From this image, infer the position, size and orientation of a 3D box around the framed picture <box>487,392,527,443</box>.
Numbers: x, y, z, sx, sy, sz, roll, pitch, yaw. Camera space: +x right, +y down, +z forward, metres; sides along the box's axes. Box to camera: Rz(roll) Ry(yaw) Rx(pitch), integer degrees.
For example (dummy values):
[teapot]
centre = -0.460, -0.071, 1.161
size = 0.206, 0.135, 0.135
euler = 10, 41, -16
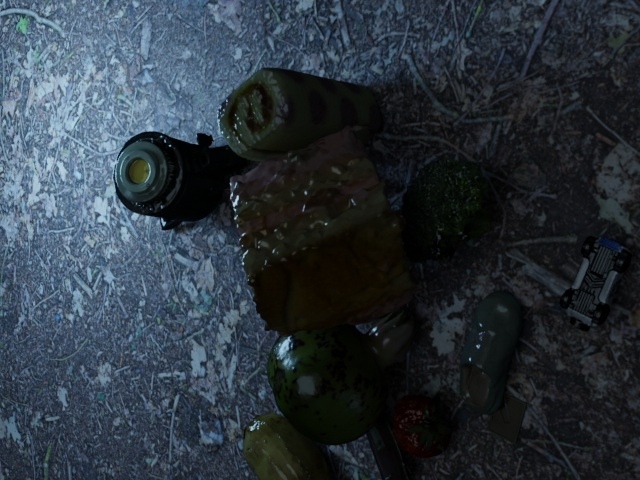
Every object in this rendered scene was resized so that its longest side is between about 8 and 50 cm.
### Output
[framed picture]
centre = 0.366, 0.347, 1.580
size = 0.066, 0.006, 0.089
euler = 21, 106, 38

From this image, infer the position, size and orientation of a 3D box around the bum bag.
[bum bag]
centre = 0.147, 0.458, 1.745
size = 0.109, 0.026, 0.160
euler = -50, 55, 54

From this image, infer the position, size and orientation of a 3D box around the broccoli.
[broccoli]
centre = 0.239, -0.049, 1.554
size = 0.176, 0.198, 0.227
euler = -8, 121, 8

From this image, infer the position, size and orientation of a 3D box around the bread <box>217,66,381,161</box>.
[bread]
centre = -0.038, -0.254, 1.659
size = 0.187, 0.338, 0.155
euler = -33, 74, 34

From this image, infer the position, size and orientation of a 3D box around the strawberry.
[strawberry]
centre = 0.195, 0.381, 1.652
size = 0.148, 0.131, 0.131
euler = -10, 87, 44

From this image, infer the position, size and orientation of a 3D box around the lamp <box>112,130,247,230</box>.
[lamp]
centre = -0.388, -0.153, 2.002
size = 0.374, 0.272, 0.205
euler = -24, 77, 39

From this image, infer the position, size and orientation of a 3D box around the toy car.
[toy car]
centre = 0.486, 0.078, 1.416
size = 0.080, 0.070, 0.171
euler = 28, 109, 35

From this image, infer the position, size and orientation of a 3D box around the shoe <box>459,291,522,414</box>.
[shoe]
centre = 0.316, 0.223, 1.552
size = 0.103, 0.100, 0.251
euler = 18, 106, 40

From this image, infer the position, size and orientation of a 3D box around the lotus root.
[lotus root]
centre = -0.071, 0.527, 1.875
size = 0.284, 0.146, 0.160
euler = 47, 142, 32

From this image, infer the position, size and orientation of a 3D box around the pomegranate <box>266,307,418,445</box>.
[pomegranate]
centre = 0.059, 0.260, 1.696
size = 0.340, 0.285, 0.285
euler = -32, 70, 2

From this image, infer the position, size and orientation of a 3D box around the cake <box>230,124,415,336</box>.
[cake]
centre = 0.000, 0.000, 1.551
size = 0.307, 0.314, 0.293
euler = -110, 2, -49

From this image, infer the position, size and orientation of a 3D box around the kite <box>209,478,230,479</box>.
[kite]
centre = -0.277, 0.719, 2.147
size = 0.182, 0.010, 0.160
euler = -20, 80, 39
